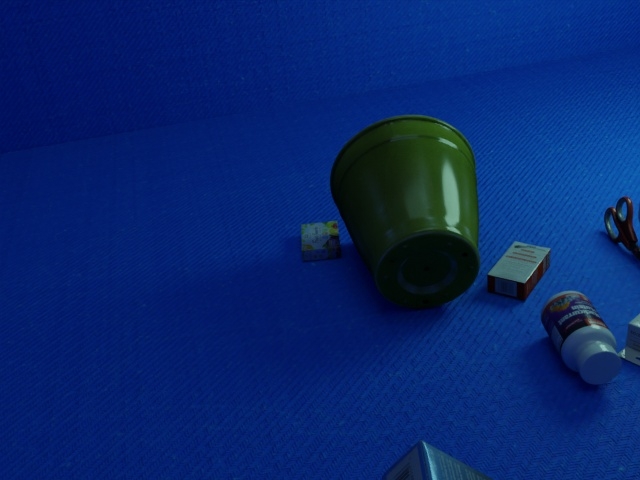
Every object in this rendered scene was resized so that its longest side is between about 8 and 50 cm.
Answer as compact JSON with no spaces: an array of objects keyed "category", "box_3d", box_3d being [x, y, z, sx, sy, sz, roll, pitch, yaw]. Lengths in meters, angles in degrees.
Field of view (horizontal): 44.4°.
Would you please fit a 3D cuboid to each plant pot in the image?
[{"category":"plant pot","box_3d":[0.219,-0.044,1.826,0.366,0.366,0.353,-6,41,0]}]

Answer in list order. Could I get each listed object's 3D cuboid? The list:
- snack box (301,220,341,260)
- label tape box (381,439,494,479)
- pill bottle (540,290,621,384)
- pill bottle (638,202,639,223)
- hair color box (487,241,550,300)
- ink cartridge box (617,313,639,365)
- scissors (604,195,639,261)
[{"category":"snack box","box_3d":[0.000,0.000,2.060,0.100,0.037,0.141,-7,29,1]},{"category":"label tape box","box_3d":[0.253,0.459,1.094,0.333,0.106,0.241,32,25,-17]},{"category":"pill bottle","box_3d":[0.517,0.193,1.549,0.108,0.108,0.193,-7,29,-2]},{"category":"pill bottle","box_3d":[0.913,-0.026,1.758,0.204,0.204,0.361,-19,32,-22]},{"category":"hair color box","box_3d":[0.466,0.069,1.833,0.093,0.053,0.167,13,36,33]},{"category":"ink cartridge box","box_3d":[0.690,0.186,1.574,0.181,0.062,0.104,-29,36,-33]},{"category":"scissors","box_3d":[0.748,0.022,1.877,0.021,0.109,0.297,6,51,-15]}]
